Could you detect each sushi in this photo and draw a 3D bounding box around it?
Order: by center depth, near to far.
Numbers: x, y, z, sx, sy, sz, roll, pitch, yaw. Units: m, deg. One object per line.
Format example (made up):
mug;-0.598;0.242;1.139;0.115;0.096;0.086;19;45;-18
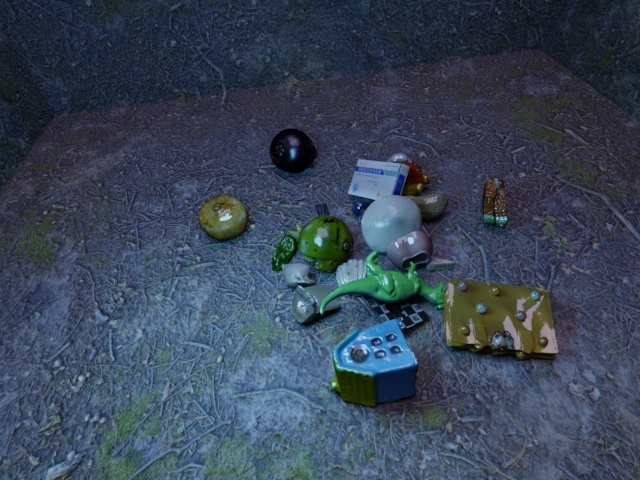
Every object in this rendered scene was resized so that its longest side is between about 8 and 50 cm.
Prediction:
sushi;0.301;0.286;1.686;0.192;0.051;0.215;-16;47;-30

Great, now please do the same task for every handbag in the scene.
handbag;0.677;0.297;1.562;0.400;0.133;0.283;7;58;4

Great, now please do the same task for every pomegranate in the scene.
pomegranate;0.000;0.000;1.885;0.340;0.261;0.260;24;52;33
pomegranate;-0.483;-0.114;2.057;0.248;0.248;0.248;-3;45;3

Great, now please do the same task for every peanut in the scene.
peanut;0.481;-0.159;2.047;0.313;0.149;0.149;-8;45;-2

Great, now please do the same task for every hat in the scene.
hat;-0.020;0.279;1.736;0.173;0.144;0.166;21;27;-37

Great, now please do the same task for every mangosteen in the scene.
mangosteen;-0.147;-0.528;2.444;0.275;0.275;0.302;30;22;31

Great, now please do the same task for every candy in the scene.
candy;0.329;-0.075;1.894;0.295;0.296;0.185;-11;2;-4

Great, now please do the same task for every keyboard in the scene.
keyboard;0.020;-0.124;2.158;0.061;0.013;0.204;-11;45;-3

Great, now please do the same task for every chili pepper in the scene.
chili pepper;-0.167;0.036;1.977;0.100;0.074;0.257;11;48;17

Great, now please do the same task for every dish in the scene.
dish;0.402;0.059;1.805;0.213;0.213;0.090;-13;53;-6

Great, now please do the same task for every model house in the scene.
model house;0.174;0.438;1.423;0.303;0.237;0.216;-15;43;-6

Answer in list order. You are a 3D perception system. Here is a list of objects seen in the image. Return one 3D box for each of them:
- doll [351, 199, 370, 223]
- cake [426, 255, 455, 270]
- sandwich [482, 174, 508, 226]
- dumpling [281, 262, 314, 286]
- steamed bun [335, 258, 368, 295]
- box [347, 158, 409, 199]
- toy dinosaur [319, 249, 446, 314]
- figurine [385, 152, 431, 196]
doll;0.217;-0.151;2.118;0.114;0.085;0.152;-31;59;-8
cake;0.535;0.110;1.836;0.121;0.052;0.065;13;42;18
sandwich;0.843;-0.189;2.005;0.109;0.212;0.292;-5;56;23
dumpling;-0.094;0.153;1.827;0.136;0.118;0.199;9;18;-44
steamed bun;0.149;0.154;1.800;0.182;0.106;0.183;-3;43;3
box;0.288;-0.304;2.107;0.065;0.200;0.343;15;5;-35
toy dinosaur;0.266;0.246;1.637;0.374;0.144;0.500;43;58;8
figurine;0.430;-0.335;2.190;0.319;0.196;0.323;-4;34;4
